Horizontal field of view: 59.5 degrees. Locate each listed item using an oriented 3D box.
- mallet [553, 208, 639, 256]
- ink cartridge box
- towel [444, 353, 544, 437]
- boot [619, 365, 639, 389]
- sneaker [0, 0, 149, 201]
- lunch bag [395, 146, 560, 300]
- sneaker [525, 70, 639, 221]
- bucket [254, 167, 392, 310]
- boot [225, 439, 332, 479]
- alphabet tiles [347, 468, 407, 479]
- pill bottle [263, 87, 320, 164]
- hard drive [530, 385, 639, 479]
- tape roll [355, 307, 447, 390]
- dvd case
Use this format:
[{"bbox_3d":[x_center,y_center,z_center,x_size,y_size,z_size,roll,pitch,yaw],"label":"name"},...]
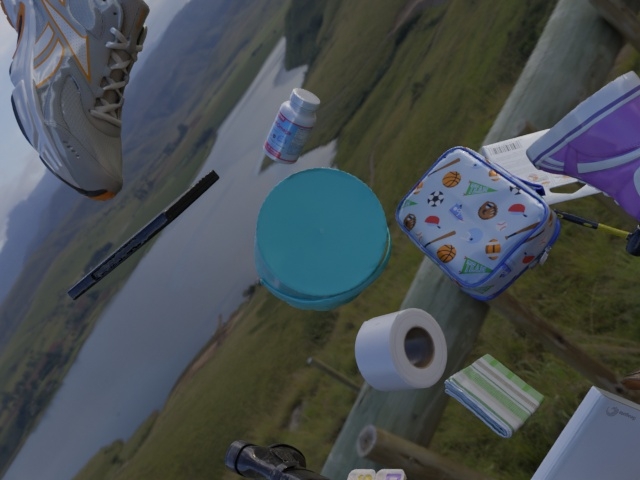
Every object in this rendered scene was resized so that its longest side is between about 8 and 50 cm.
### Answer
[{"bbox_3d":[0.565,-0.018,1.131,0.039,0.190,0.062,-47,-37,-45],"label":"mallet"},{"bbox_3d":[0.553,-0.165,1.324,0.275,0.060,0.238,-14,50,7],"label":"ink cartridge box"},{"bbox_3d":[0.261,0.228,0.832,0.152,0.113,0.023,-8,-49,-51],"label":"towel"},{"bbox_3d":[0.627,0.286,0.988,0.073,0.152,0.197,-32,-19,-6],"label":"boot"},{"bbox_3d":[-0.210,-0.169,0.514,0.121,0.262,0.099,-17,-7,4],"label":"sneaker"},{"bbox_3d":[0.312,-0.041,1.114,0.243,0.115,0.303,-47,48,8],"label":"lunch bag"},{"bbox_3d":[0.344,-0.084,0.678,0.102,0.161,0.282,-36,-6,10],"label":"sneaker"},{"bbox_3d":[0.000,0.000,1.089,0.281,0.281,0.183,-59,-3,-10],"label":"bucket"},{"bbox_3d":[-0.048,0.489,1.147,0.229,0.263,0.091,5,72,39],"label":"boot"},{"bbox_3d":[0.086,0.597,1.159,0.278,0.021,0.284,-11,27,28],"label":"alphabet tiles"},{"bbox_3d":[-0.063,-0.259,1.270,0.087,0.087,0.160,-83,19,-56],"label":"pill bottle"},{"bbox_3d":[0.604,0.511,1.240,0.353,0.233,0.047,-63,16,11],"label":"hard drive"},{"bbox_3d":[0.254,0.347,1.763,0.169,0.246,0.246,-25,35,52],"label":"tape roll"},{"bbox_3d":[-0.285,-0.011,0.908,0.253,0.022,0.180,-33,14,26],"label":"dvd case"}]
